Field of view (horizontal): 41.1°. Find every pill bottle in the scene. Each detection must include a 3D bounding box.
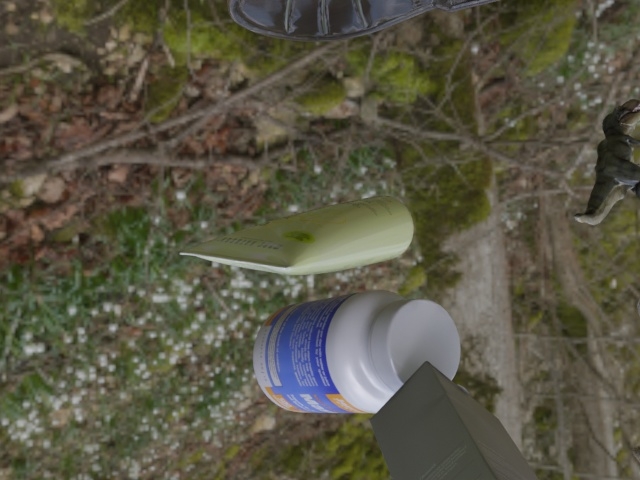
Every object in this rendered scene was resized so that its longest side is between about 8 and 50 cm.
[{"bbox_3d":[0.043,0.143,1.085,0.152,0.152,0.272,1,171,-35],"label":"pill bottle"}]

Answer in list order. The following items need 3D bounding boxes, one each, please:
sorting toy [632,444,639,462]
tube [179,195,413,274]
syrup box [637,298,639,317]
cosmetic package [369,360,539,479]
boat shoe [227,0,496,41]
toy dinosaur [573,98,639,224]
[{"bbox_3d":[0.393,0.316,0.928,0.047,0.195,0.348,-9,170,34],"label":"sorting toy"},{"bbox_3d":[0.000,0.000,0.695,0.070,0.062,0.240,-41,165,30],"label":"tube"},{"bbox_3d":[0.510,0.144,1.152,0.093,0.096,0.236,16,-142,-5],"label":"syrup box"},{"bbox_3d":[0.142,0.232,0.830,0.127,0.107,0.238,40,-174,-16],"label":"cosmetic package"},{"bbox_3d":[0.056,-0.276,0.837,0.308,0.104,0.110,-9,160,-6],"label":"boat shoe"},{"bbox_3d":[0.387,-0.073,1.065,0.118,0.268,0.064,31,137,3],"label":"toy dinosaur"}]
